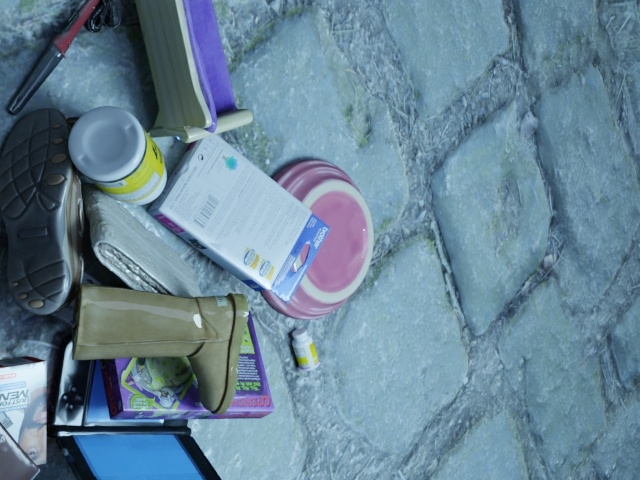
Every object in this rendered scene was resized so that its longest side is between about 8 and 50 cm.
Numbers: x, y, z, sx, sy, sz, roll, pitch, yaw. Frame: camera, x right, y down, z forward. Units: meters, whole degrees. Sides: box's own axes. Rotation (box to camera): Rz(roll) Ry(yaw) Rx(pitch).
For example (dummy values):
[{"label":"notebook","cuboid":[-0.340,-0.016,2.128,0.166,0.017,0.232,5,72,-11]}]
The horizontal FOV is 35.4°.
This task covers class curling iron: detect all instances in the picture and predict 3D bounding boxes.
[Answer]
[{"label":"curling iron","cuboid":[-0.411,-0.302,1.612,0.274,0.035,0.068,-57,130,-27]}]

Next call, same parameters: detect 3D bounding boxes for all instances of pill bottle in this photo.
[{"label":"pill bottle","cuboid":[-0.033,0.224,2.067,0.043,0.043,0.083,-35,119,-40]},{"label":"pill bottle","cuboid":[-0.318,-0.128,1.609,0.208,0.119,0.119,73,31,-78]}]

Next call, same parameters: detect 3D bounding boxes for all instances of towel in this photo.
[{"label":"towel","cuboid":[-0.294,0.034,1.681,0.049,0.187,0.282,-38,128,7]}]

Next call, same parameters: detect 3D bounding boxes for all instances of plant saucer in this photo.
[{"label":"plant saucer","cuboid":[0.000,0.000,2.052,0.332,0.084,0.332,-5,97,-47]}]

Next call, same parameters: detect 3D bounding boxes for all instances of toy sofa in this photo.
[{"label":"toy sofa","cuboid":[-0.221,-0.358,1.699,0.150,0.177,0.363,-24,108,-41]}]

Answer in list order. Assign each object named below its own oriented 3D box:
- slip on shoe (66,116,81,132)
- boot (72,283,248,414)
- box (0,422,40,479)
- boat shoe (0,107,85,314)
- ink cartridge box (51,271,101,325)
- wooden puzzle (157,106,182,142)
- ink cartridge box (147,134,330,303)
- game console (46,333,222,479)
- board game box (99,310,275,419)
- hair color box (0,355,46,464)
[{"label":"slip on shoe","cuboid":[-0.373,-0.179,1.665,0.135,0.051,0.041,-14,144,-54]},{"label":"boot","cuboid":[-0.268,0.177,1.622,0.269,0.089,0.236,2,111,-22]},{"label":"box","cuboid":[-0.576,0.221,1.373,0.143,0.191,0.381,-47,126,-33]},{"label":"boat shoe","cuboid":[-0.431,-0.043,1.577,0.116,0.123,0.325,41,49,-78]},{"label":"ink cartridge box","cuboid":[-0.405,0.097,1.663,0.048,0.028,0.083,42,64,-41]},{"label":"wooden puzzle","cuboid":[-0.257,-0.243,1.802,0.078,0.014,0.116,27,74,-41]},{"label":"ink cartridge box","cuboid":[-0.144,-0.039,1.845,0.311,0.065,0.186,37,66,-20]},{"label":"game console","cuboid":[-0.293,0.300,1.699,0.293,0.173,0.250,12,86,-48]},{"label":"board game box","cuboid":[-0.238,0.212,1.774,0.346,0.056,0.208,11,51,-47]},{"label":"hair color box","cuboid":[-0.484,0.274,1.578,0.093,0.053,0.167,-5,98,-48]}]
